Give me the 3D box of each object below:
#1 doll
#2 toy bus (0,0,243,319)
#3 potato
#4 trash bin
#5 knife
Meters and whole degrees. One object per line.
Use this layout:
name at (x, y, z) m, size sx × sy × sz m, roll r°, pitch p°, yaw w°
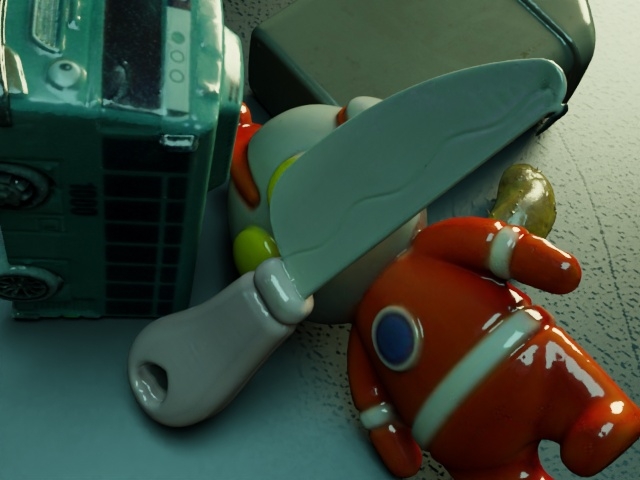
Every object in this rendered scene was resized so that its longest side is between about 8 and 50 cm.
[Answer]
doll at (0.038, 0.025, 0.646) m, size 0.105 × 0.200 × 0.336 m, roll -17°, pitch 59°, yaw -48°
toy bus at (-0.127, -0.054, 0.619) m, size 0.147 × 0.256 × 0.128 m, roll 2°, pitch 63°, yaw -11°
potato at (0.144, -0.016, 0.759) m, size 0.046 × 0.045 × 0.092 m, roll 2°, pitch 52°, yaw 34°
trash bin at (0.083, -0.141, 0.787) m, size 0.236 × 0.101 × 0.177 m, roll -35°, pitch 74°, yaw -20°
knife at (-0.002, -0.002, 0.596) m, size 0.081 × 0.336 × 0.043 m, roll 56°, pitch 29°, yaw 14°
